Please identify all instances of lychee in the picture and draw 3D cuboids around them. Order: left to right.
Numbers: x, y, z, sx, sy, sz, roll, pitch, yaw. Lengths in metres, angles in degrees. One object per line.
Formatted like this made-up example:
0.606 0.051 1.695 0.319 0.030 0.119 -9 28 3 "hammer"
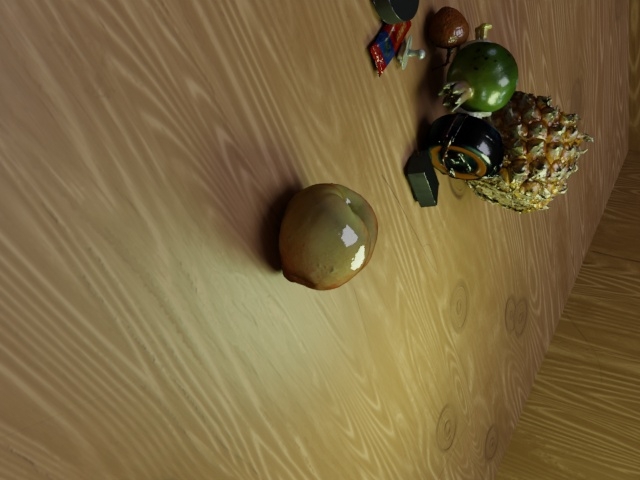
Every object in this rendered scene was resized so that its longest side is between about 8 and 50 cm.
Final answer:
0.328 -0.523 1.664 0.101 0.114 0.140 -34 113 -16 "lychee"

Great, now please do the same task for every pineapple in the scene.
0.590 -0.252 1.933 0.300 0.352 0.352 -59 143 -9 "pineapple"

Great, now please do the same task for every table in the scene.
0.169 -0.554 1.456 0.133 0.043 0.133 -6 98 -50 "table"

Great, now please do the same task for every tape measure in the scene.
0.381 -0.243 1.742 0.223 0.202 0.135 37 67 -46 "tape measure"

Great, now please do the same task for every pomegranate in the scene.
0.394 -0.403 1.663 0.225 0.187 0.187 -35 130 -28 "pomegranate"

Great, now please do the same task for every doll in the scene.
0.436 -0.454 1.828 0.138 0.119 0.293 -90 -171 -86 "doll"

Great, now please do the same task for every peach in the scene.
0.000 0.000 1.305 0.233 0.233 0.232 -23 119 -50 "peach"

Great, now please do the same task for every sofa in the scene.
0.272 -0.164 1.753 0.147 0.060 0.085 57 38 -47 "sofa"

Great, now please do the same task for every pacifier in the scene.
0.220 -0.447 1.565 0.068 0.064 0.083 33 73 -73 "pacifier"

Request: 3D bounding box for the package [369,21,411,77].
0.166 -0.474 1.515 0.200 0.022 0.083 -61 143 -25 "package"
